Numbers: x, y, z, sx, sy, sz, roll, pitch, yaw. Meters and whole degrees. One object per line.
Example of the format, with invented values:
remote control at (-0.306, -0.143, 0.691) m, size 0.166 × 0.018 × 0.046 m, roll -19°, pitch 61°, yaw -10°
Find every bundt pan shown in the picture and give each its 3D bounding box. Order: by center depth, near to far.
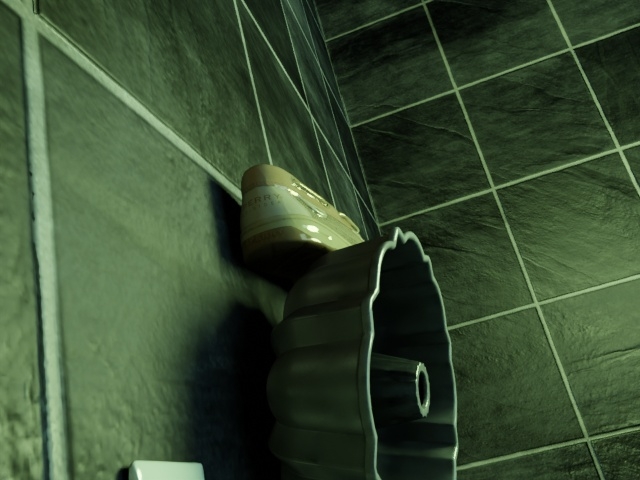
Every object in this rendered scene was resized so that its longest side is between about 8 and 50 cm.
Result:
bundt pan at (0.048, 0.155, 0.572) m, size 0.331 × 0.124 × 0.330 m, roll -7°, pitch 90°, yaw -66°

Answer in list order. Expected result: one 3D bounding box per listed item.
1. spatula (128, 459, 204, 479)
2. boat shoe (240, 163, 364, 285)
spatula at (-0.092, 0.180, 0.232) m, size 0.242 × 0.019 × 0.168 m, roll 55°, pitch 21°, yaw -63°
boat shoe at (0.000, 0.000, 0.716) m, size 0.341 × 0.122 × 0.110 m, roll 42°, pitch 33°, yaw -67°
